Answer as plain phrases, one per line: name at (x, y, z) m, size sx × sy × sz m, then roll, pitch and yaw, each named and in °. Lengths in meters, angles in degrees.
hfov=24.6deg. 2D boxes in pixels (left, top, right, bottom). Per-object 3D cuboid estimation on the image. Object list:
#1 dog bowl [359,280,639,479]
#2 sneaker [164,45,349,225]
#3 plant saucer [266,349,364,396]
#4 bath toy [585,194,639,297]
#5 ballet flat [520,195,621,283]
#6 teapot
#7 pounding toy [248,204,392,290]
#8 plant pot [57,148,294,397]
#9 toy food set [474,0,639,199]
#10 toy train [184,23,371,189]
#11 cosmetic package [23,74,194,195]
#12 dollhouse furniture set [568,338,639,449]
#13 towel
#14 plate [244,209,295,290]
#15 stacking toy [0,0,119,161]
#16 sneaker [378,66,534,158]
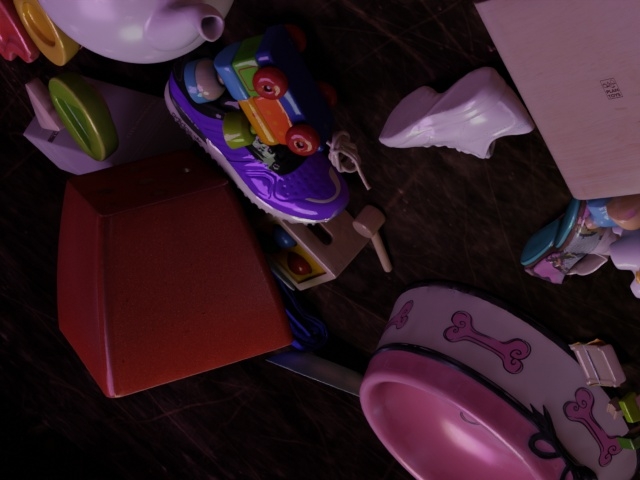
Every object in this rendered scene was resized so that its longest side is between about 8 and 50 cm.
dog bowl at (0.227, 0.250, 2.014) m, size 0.408 × 0.150 × 0.408 m, roll 33°, pitch 155°, yaw 18°
sneaker at (-0.080, -0.140, 1.875) m, size 0.293 × 0.102 × 0.146 m, roll 39°, pitch 155°, yaw 5°
plant saucer at (0.009, 0.211, 2.355) m, size 0.195 × 0.037 × 0.195 m, roll 21°, pitch 176°, yaw 2°
bath toy at (0.400, 0.067, 1.489) m, size 0.129 × 0.151 × 0.348 m, roll -24°, pitch 118°, yaw 26°
ballet flat at (0.286, -0.002, 1.612) m, size 0.079 × 0.076 × 0.221 m, roll 22°, pitch 160°, yaw -1°
teapot at (-0.188, -0.333, 1.580) m, size 0.256 × 0.252 × 0.187 m, roll 33°, pitch 144°, yaw -7°
pounding toy at (0.009, 0.006, 1.997) m, size 0.181 × 0.094 × 0.206 m, roll 46°, pitch 156°, yaw -10°
plant pot at (-0.219, 0.025, 1.995) m, size 0.267 × 0.267 × 0.235 m, roll -141°, pitch 40°, yaw -59°
toy food set at (0.291, -0.160, 1.329) m, size 0.306 × 0.092 × 0.219 m, roll -7°, pitch 116°, yaw 58°
toy train at (-0.053, -0.137, 1.779) m, size 0.143 × 0.105 × 0.248 m, roll -9°, pitch 130°, yaw 28°
cosmetic package at (-0.309, -0.155, 2.150) m, size 0.238 × 0.127 × 0.107 m, roll 15°, pitch 157°, yaw 44°
dollhouse furniture set at (0.378, 0.181, 1.827) m, size 0.151 × 0.059 × 0.076 m, roll 65°, pitch 160°, yaw -5°
towel at (-0.154, 0.079, 2.348) m, size 0.308 × 0.076 × 0.227 m, roll 20°, pitch 158°, yaw 41°
plate at (-0.092, -0.004, 2.154) m, size 0.188 × 0.024 × 0.188 m, roll 49°, pitch -177°, yaw -3°
stacking toy at (-0.338, -0.271, 2.012) m, size 0.309 × 0.130 × 0.279 m, roll 27°, pitch 146°, yaw 53°
sneaker at (0.147, -0.122, 1.609) m, size 0.094 × 0.080 × 0.212 m, roll 38°, pitch 157°, yaw -22°
